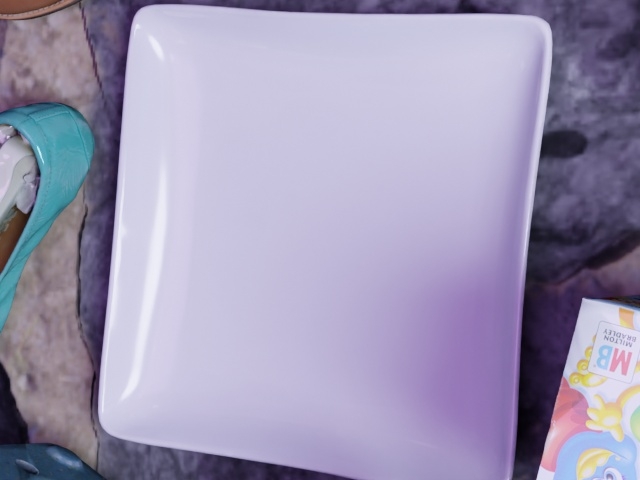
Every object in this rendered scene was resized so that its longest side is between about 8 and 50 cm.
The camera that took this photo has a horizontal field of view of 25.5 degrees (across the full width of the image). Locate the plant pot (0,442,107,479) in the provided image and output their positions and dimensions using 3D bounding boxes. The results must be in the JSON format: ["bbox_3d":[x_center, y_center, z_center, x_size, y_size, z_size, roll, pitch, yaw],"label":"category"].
[{"bbox_3d":[-0.202,0.264,0.849,0.247,0.248,0.252,33,97,22],"label":"plant pot"}]

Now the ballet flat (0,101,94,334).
[{"bbox_3d":[-0.241,0.011,0.947,0.083,0.087,0.247,37,104,20],"label":"ballet flat"}]

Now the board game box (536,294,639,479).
[{"bbox_3d":[0.201,0.107,0.636,0.144,0.275,0.142,16,96,24],"label":"board game box"}]

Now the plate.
[{"bbox_3d":[0.000,0.000,0.859,0.277,0.045,0.278,6,91,24],"label":"plate"}]

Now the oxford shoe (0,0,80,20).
[{"bbox_3d":[-0.243,-0.193,0.960,0.212,0.076,0.076,4,89,23],"label":"oxford shoe"}]
